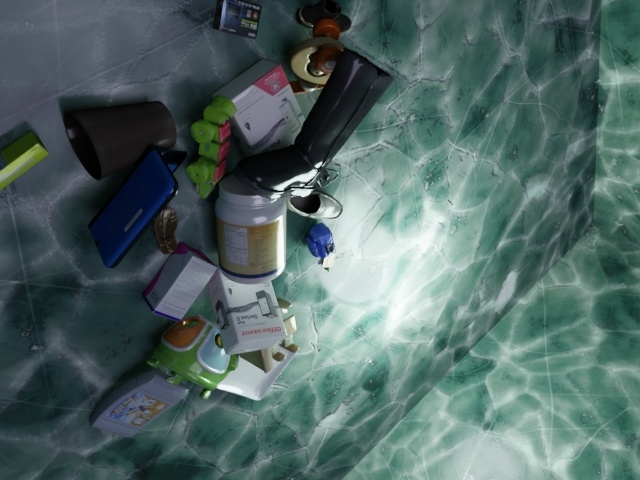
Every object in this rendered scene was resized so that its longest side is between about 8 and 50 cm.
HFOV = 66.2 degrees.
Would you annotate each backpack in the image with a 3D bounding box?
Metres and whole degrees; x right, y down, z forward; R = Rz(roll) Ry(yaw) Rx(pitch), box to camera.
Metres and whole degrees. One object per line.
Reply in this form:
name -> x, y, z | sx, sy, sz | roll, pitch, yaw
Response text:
backpack -> 0.000, 0.000, 1.894 | 0.101, 0.098, 0.120 | -26, 130, -20

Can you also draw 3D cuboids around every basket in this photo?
basket -> -0.505, -0.273, 1.272 | 0.226, 0.204, 0.154 | -27, 152, -35

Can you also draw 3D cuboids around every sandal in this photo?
sandal -> -0.482, -0.033, 1.525 | 0.072, 0.049, 0.180 | -15, 139, -25

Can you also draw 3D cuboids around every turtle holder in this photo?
turtle holder -> -0.407, 0.403, 1.701 | 0.320, 0.243, 0.228 | 37, 74, -21

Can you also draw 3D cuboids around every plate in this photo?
plate -> -0.266, 0.516, 2.029 | 0.278, 0.045, 0.277 | -53, 136, 0

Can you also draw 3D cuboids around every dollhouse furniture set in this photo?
dollhouse furniture set -> -0.174, 0.377, 1.884 | 0.242, 0.160, 0.212 | -26, 118, -38

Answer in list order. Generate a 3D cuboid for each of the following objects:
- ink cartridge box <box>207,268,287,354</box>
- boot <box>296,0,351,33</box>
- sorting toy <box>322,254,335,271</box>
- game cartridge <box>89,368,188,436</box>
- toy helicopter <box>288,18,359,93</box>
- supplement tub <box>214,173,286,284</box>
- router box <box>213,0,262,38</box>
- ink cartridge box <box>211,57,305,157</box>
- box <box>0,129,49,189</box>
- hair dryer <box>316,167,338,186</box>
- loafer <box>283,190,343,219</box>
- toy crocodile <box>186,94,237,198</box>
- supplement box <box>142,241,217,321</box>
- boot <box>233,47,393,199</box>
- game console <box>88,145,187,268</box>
ink cartridge box -> -0.256, 0.236, 1.699 | 0.198, 0.273, 0.115 | -1, 150, -39
boot -> 0.045, -0.675, 1.483 | 0.197, 0.137, 0.077 | -12, 102, -35
sorting toy -> 0.030, 0.095, 2.035 | 0.062, 0.012, 0.083 | -5, 115, -43
game cartridge -> -0.637, 0.568, 1.704 | 0.297, 0.062, 0.198 | -37, 139, 7
toy helicopter -> 0.042, -0.516, 1.566 | 0.234, 0.140, 0.355 | -24, 152, 35
supplement tub -> -0.224, -0.042, 1.595 | 0.228, 0.228, 0.317 | -17, 125, -31
router box -> -0.231, -0.624, 1.371 | 0.122, 0.038, 0.092 | -3, 118, -38
ink cartridge box -> -0.168, -0.376, 1.515 | 0.207, 0.117, 0.283 | -40, 134, -12
box -> -0.745, -0.182, 1.172 | 0.178, 0.109, 0.042 | -41, 136, -11
hair dryer -> -0.038, -0.264, 1.716 | 0.293, 0.080, 0.224 | -16, 125, -31
loafer -> -0.029, -0.128, 1.781 | 0.319, 0.111, 0.112 | 10, 109, -42
toy crocodile -> -0.311, -0.264, 1.426 | 0.115, 0.105, 0.341 | -61, 172, -51
supplement box -> -0.457, 0.133, 1.595 | 0.114, 0.111, 0.220 | 33, 93, -45
boot -> -0.016, -0.331, 1.391 | 0.445, 0.146, 0.367 | -50, 165, 23
game console -> -0.455, -0.090, 1.308 | 0.293, 0.250, 0.173 | -47, 146, 14
